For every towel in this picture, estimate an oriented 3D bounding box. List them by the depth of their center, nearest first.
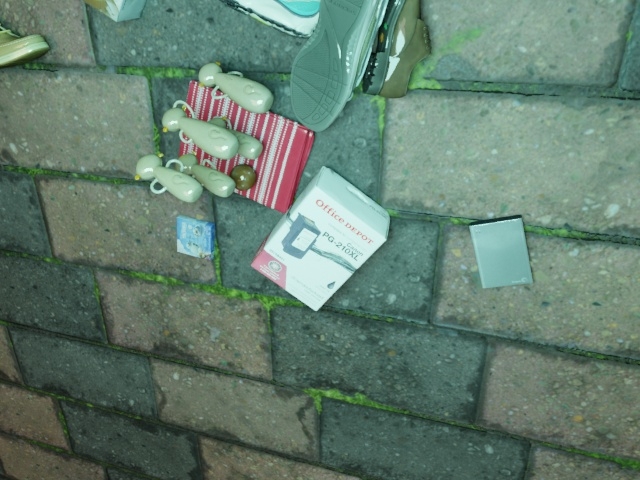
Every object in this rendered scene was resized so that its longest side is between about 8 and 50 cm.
[{"bbox_3d":[-0.159,-0.188,1.063,0.274,0.031,0.199,25,122,9],"label":"towel"}]

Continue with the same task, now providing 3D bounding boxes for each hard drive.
[{"bbox_3d":[0.343,0.023,0.986,0.094,0.022,0.135,-10,111,23],"label":"hard drive"}]

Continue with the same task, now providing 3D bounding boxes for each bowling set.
[{"bbox_3d":[-0.211,-0.165,0.980,0.154,0.287,0.200,29,157,14],"label":"bowling set"}]

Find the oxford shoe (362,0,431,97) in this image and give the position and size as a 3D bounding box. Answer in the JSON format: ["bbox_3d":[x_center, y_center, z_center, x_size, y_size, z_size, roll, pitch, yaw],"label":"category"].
[{"bbox_3d":[0.143,-0.350,0.863,0.096,0.083,0.228,9,117,-12],"label":"oxford shoe"}]

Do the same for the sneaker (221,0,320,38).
[{"bbox_3d":[-0.117,-0.450,0.901,0.275,0.107,0.110,26,100,2],"label":"sneaker"}]

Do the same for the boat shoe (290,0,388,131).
[{"bbox_3d":[0.038,-0.328,0.876,0.118,0.103,0.321,37,133,19],"label":"boat shoe"}]

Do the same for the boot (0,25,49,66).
[{"bbox_3d":[-0.708,-0.468,1.093,0.261,0.095,0.204,0,113,24],"label":"boot"}]

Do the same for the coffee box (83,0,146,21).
[{"bbox_3d":[-0.435,-0.532,0.944,0.246,0.098,0.141,32,120,-6],"label":"coffee box"}]

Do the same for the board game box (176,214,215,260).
[{"bbox_3d":[-0.288,-0.006,1.200,0.089,0.020,0.090,14,118,14],"label":"board game box"}]

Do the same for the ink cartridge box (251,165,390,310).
[{"bbox_3d":[0.000,0.000,1.042,0.171,0.100,0.237,36,121,-10],"label":"ink cartridge box"}]
